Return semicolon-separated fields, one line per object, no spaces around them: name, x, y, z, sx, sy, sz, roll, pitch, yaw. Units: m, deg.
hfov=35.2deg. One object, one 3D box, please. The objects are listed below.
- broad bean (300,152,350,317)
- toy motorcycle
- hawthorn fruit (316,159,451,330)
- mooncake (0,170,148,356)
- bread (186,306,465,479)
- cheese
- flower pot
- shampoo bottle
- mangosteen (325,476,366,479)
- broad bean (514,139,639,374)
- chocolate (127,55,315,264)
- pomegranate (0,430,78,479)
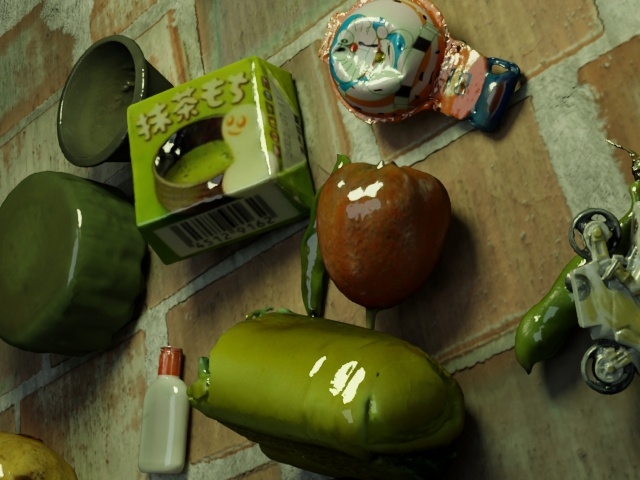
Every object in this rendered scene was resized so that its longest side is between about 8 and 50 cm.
broad bean;-0.001;0.000;1.628;0.060;0.043;0.297;7;82;33
toy motorcycle;0.374;0.068;1.209;0.151;0.074;0.228;-5;85;8
hawthorn fruit;0.088;0.011;1.456;0.199;0.199;0.251;4;92;44
mooncake;-0.496;0.048;1.969;0.356;0.194;0.356;-12;73;41
bread;0.021;0.218;1.405;0.377;0.251;0.208;8;65;46
cheese;0.141;-0.265;1.526;0.329;0.129;0.216;27;101;26
flower pot;-0.376;-0.250;1.974;0.269;0.166;0.269;-13;69;37
shampoo bottle;-0.272;0.297;1.774;0.108;0.051;0.220;-12;69;43
mangosteen;0.012;0.455;1.312;0.347;0.307;0.306;11;84;70
broad bean;0.340;0.032;1.293;0.098;0.056;0.318;28;92;44
chocolate;-0.180;-0.144;1.725;0.301;0.137;0.288;-18;62;16
pomegranate;-0.587;0.480;1.861;0.281;0.281;0.281;-15;66;39
